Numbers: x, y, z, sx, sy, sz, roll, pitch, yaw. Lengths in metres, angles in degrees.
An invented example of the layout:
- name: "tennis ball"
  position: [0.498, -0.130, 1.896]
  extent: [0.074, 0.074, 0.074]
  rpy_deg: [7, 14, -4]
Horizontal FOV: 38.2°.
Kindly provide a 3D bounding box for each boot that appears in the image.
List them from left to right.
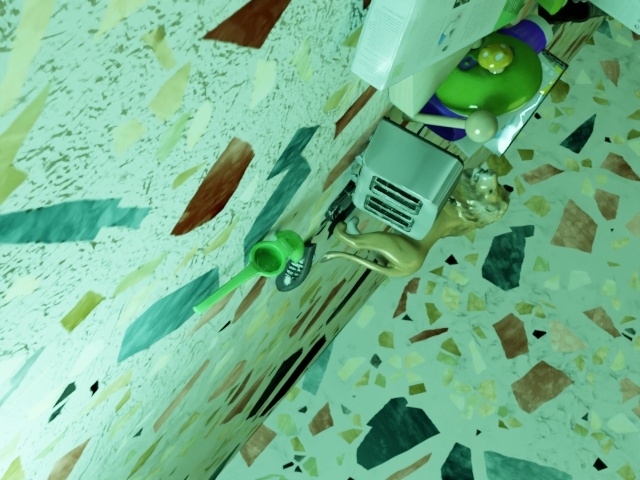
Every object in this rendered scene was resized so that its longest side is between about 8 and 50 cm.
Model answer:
- name: "boot"
  position: [0.593, -0.560, 2.145]
  extent: [0.223, 0.118, 0.338]
  rpy_deg: [-20, -172, -15]

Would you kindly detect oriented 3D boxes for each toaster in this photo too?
- name: "toaster"
  position: [0.148, -0.100, 1.566]
  extent: [0.110, 0.186, 0.168]
  rpy_deg: [-59, 174, -20]

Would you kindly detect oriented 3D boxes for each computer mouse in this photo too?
- name: "computer mouse"
  position: [0.000, 0.000, 1.681]
  extent: [0.242, 0.041, 0.071]
  rpy_deg: [-54, 169, 9]

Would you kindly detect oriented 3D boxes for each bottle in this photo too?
- name: "bottle"
  position: [0.297, -0.297, 1.642]
  extent: [0.283, 0.118, 0.092]
  rpy_deg: [-40, 151, -16]

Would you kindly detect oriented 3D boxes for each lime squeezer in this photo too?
- name: "lime squeezer"
  position: [-0.088, 0.030, 1.407]
  extent: [0.110, 0.058, 0.310]
  rpy_deg: [-23, -175, 24]

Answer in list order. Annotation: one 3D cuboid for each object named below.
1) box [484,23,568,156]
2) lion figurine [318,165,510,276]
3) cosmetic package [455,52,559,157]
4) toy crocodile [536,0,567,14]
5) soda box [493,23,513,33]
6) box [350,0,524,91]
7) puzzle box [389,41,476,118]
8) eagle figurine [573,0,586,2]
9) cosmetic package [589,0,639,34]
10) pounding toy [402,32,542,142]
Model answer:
- name: "box"
  position: [0.384, -0.315, 1.937]
  extent: [0.233, 0.159, 0.044]
  rpy_deg: [-56, 167, 29]
- name: "lion figurine"
  position: [0.202, -0.029, 1.909]
  extent: [0.392, 0.240, 0.142]
  rpy_deg: [-48, 170, -18]
- name: "cosmetic package"
  position: [0.341, -0.286, 1.823]
  extent: [0.238, 0.107, 0.127]
  rpy_deg: [-41, -167, 11]
- name: "toy crocodile"
  position: [0.430, -0.524, 1.533]
  extent: [0.105, 0.115, 0.340]
  rpy_deg: [-23, 155, -29]
- name: "soda box"
  position: [0.292, -0.336, 1.739]
  extent: [0.183, 0.058, 0.063]
  rpy_deg: [-49, 170, -12]
- name: "box"
  position: [0.178, -0.327, 1.084]
  extent: [0.322, 0.058, 0.232]
  rpy_deg: [-32, 153, -41]
- name: "puzzle box"
  position: [0.242, -0.383, 1.355]
  extent: [0.409, 0.052, 0.272]
  rpy_deg: [-51, 169, -3]
- name: "eagle figurine"
  position: [0.618, -0.606, 1.779]
  extent: [0.298, 0.225, 0.226]
  rpy_deg: [-38, 154, -26]
- name: "cosmetic package"
  position: [0.622, -0.552, 1.944]
  extent: [0.117, 0.231, 0.085]
  rpy_deg: [-48, 170, -24]
- name: "pounding toy"
  position: [0.257, -0.285, 1.511]
  extent: [0.237, 0.183, 0.110]
  rpy_deg: [-52, 148, -24]
